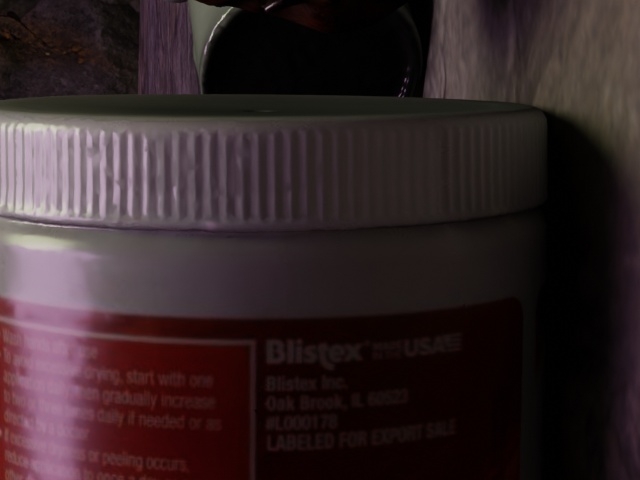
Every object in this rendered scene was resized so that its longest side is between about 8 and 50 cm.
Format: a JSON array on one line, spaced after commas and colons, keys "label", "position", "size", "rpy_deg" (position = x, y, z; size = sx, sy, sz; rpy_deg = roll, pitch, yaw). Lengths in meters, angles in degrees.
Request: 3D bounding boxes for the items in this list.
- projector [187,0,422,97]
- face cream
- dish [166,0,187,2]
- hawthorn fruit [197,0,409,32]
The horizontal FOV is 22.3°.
[{"label": "projector", "position": [-0.027, -0.182, 0.860], "size": [0.337, 0.108, 0.108], "rpy_deg": [-102, 14, -48]}, {"label": "face cream", "position": [-0.021, 0.046, 0.566], "size": [0.201, 0.201, 0.187], "rpy_deg": [-143, 53, -78]}, {"label": "dish", "position": [-0.056, -0.215, 1.181], "size": [0.141, 0.078, 0.141], "rpy_deg": [-53, 6, 7]}, {"label": "hawthorn fruit", "position": [-0.004, -0.177, 0.591], "size": [0.169, 0.169, 0.188], "rpy_deg": [119, 152, -72]}]
